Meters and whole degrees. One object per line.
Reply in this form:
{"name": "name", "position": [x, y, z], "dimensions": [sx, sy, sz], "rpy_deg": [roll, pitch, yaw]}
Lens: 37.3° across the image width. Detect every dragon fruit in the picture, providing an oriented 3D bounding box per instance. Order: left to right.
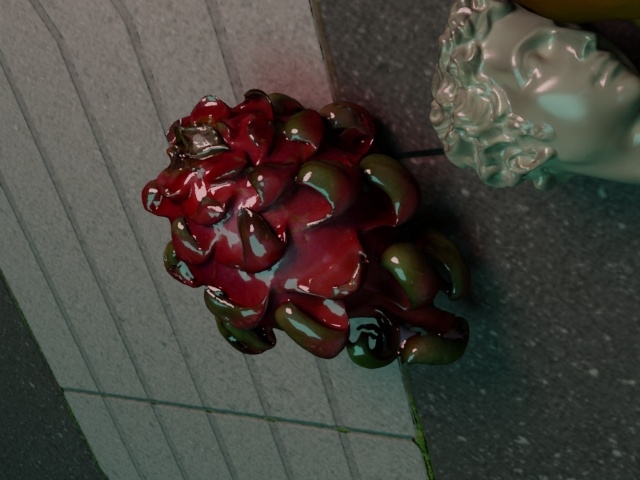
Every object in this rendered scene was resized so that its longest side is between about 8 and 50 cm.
{"name": "dragon fruit", "position": [-0.006, -0.003, 0.767], "dimensions": [0.272, 0.219, 0.198], "rpy_deg": [21, 173, 19]}

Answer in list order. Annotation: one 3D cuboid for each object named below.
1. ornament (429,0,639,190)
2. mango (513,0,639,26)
{"name": "ornament", "position": [0.202, -0.067, 0.582], "dimensions": [0.285, 0.120, 0.130], "rpy_deg": [24, 131, 21]}
{"name": "mango", "position": [0.115, -0.239, 0.483], "dimensions": [0.287, 0.152, 0.201], "rpy_deg": [55, 150, -9]}
